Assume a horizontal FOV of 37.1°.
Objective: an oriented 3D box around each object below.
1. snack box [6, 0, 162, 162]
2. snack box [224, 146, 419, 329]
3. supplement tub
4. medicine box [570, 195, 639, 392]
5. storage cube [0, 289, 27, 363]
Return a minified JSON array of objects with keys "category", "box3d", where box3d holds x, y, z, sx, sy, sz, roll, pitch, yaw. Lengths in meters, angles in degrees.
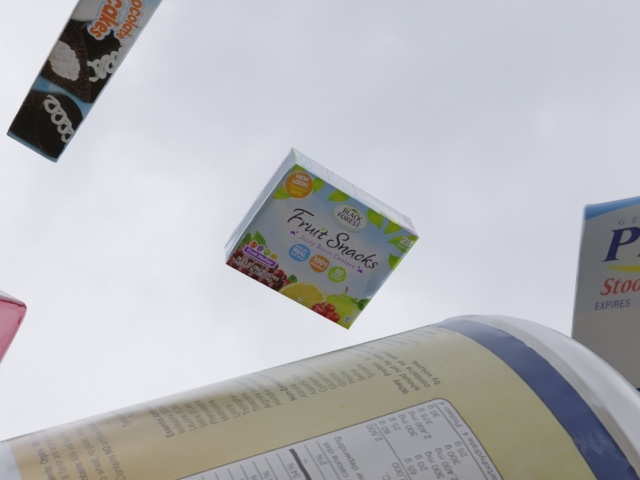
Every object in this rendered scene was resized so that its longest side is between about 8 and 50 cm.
[{"category":"snack box","box3d":[-0.169,-0.226,0.839,0.060,0.187,0.322,30,-41,-18]},{"category":"snack box","box3d":[0.000,0.000,1.304,0.207,0.070,0.174,30,-72,-21]},{"category":"supplement tub","box3d":[-0.028,0.168,0.364,0.228,0.316,0.228,167,-90,-68]},{"category":"medicine box","box3d":[0.350,0.077,0.619,0.263,0.289,0.149,-12,-124,44]},{"category":"storage cube","box3d":[-0.373,0.080,0.702,0.215,0.193,0.183,24,-96,11]}]
